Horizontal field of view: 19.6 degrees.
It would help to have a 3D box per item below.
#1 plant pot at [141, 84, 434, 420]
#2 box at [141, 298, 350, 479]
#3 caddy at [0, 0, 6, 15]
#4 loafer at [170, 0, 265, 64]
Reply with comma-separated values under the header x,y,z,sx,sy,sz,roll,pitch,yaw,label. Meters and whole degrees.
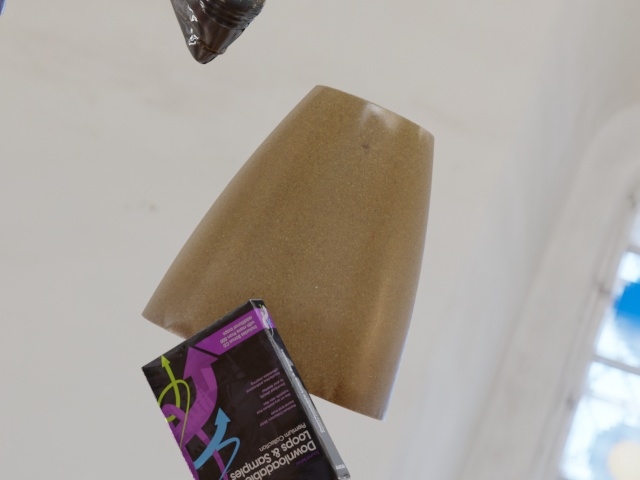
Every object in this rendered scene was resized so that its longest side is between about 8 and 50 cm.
x,y,z,sx,sy,sz,roll,pitch,yaw,label
0.000,0.000,1.659,0.237,0.254,0.237,24,-2,1,plant pot
-0.061,0.144,1.475,0.116,0.029,0.162,-33,-104,19,box
-0.434,-0.291,1.645,0.341,0.179,0.241,45,-22,-21,caddy
-0.093,-0.190,1.258,0.062,0.170,0.061,14,-54,-33,loafer
